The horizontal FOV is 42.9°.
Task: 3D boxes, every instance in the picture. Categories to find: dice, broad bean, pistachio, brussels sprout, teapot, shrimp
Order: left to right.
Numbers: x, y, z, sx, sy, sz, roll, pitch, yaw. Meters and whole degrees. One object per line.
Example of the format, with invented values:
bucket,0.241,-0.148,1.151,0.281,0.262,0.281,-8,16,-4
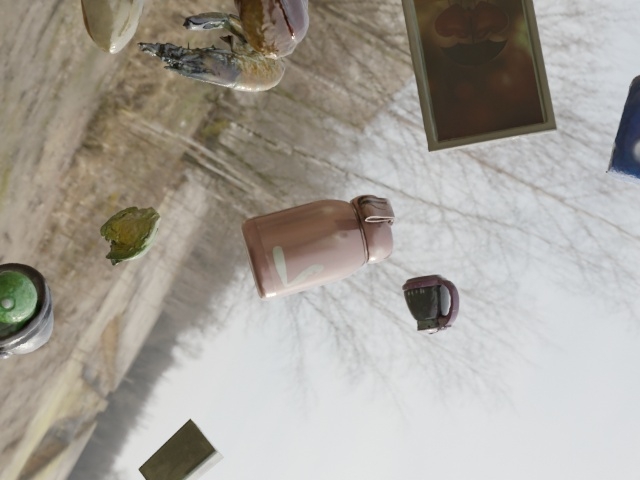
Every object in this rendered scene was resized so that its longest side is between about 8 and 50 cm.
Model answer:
pistachio,-0.417,-0.465,1.616,0.124,0.125,0.184,-77,-179,-67
brussels sprout,-0.494,-0.013,2.146,0.181,0.139,0.100,-32,152,-5
shrimp,-0.297,-0.533,2.235,0.085,0.445,0.272,-43,-121,47
broad bean,-0.091,-0.465,1.555,0.156,0.122,0.228,-32,130,-48
teapot,0.283,0.158,2.020,0.116,0.148,0.145,7,72,-66
dice,0.462,-0.134,1.065,0.146,0.146,0.143,-6,113,-72

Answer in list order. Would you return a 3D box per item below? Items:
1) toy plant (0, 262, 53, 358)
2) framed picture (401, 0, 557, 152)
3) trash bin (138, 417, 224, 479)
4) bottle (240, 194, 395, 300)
toy plant,-0.596,0.104,1.492,0.235,0.218,0.175,78,35,-55
framed picture,0.256,-0.301,1.338,0.020,0.211,0.289,25,56,-84
trash bin,-0.181,0.285,1.050,0.092,0.061,0.043,-40,155,-10
bottle,0.000,0.000,1.629,0.206,0.297,0.173,91,-16,-66
